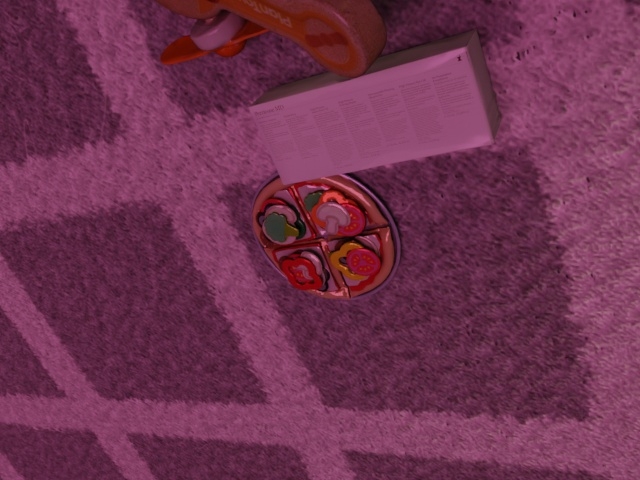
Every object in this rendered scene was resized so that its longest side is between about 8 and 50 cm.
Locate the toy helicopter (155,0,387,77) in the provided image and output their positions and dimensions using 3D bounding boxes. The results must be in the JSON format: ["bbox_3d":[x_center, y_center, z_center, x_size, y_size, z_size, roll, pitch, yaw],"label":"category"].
[{"bbox_3d":[-0.090,-0.230,0.589,0.355,0.140,0.235,33,162,24],"label":"toy helicopter"}]

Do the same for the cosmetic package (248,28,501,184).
[{"bbox_3d":[0.052,-0.130,0.660,0.239,0.060,0.099,-7,122,30],"label":"cosmetic package"}]

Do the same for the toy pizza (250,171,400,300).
[{"bbox_3d":[0.000,0.000,0.802,0.201,0.032,0.201,13,129,17],"label":"toy pizza"}]
